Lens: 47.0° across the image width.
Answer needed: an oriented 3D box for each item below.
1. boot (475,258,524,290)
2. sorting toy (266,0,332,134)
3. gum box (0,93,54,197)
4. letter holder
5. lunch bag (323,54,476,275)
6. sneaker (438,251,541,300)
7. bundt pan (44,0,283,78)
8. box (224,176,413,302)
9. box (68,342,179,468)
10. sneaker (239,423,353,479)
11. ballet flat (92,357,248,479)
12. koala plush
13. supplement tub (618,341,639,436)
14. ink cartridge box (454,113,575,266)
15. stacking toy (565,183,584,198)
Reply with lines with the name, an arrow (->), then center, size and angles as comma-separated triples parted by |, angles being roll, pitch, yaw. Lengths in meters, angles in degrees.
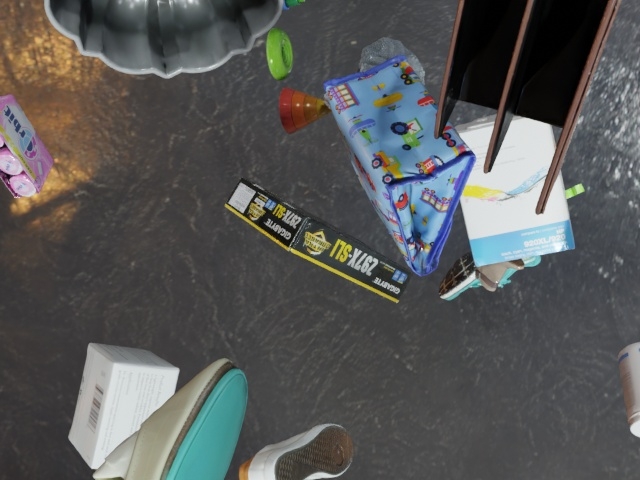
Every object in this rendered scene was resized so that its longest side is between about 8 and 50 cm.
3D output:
boot -> 0.343, 0.059, 1.423 | 0.118, 0.042, 0.087 | -131, 48, -56
sorting toy -> -0.049, -0.435, 1.793 | 0.126, 0.127, 0.365 | 0, 123, 18
gum box -> -0.625, -0.187, 1.503 | 0.062, 0.107, 0.188 | -9, 134, 11
letter holder -> 0.206, -0.204, 0.726 | 0.152, 0.214, 0.301 | 19, 136, 14
lunch bag -> 0.114, -0.091, 1.135 | 0.293, 0.138, 0.221 | 83, 163, -57
sneaker -> 0.410, 0.081, 1.805 | 0.275, 0.107, 0.110 | -33, 113, 30
bundt pan -> -0.208, -0.379, 0.974 | 0.331, 0.331, 0.124 | -39, 52, 30
box -> 0.000, 0.000, 1.490 | 0.257, 0.322, 0.079 | 30, 92, 49
box -> -0.348, 0.288, 1.292 | 0.182, 0.119, 0.181 | 6, 83, 59
sneaker -> -0.048, 0.426, 1.457 | 0.123, 0.290, 0.105 | -14, 78, 34
ballet flat -> -0.115, 0.179, 0.453 | 0.086, 0.248, 0.086 | 9, 140, 8
koala plush -> 0.125, -0.344, 1.728 | 0.221, 0.196, 0.203 | 155, 116, -65
supplement tub -> 0.420, 0.189, 0.933 | 0.071, 0.107, 0.071 | 5, 143, 4
ink cartridge box -> 0.328, -0.100, 1.270 | 0.168, 0.171, 0.232 | -12, 101, 19
stacking toy -> 0.401, -0.134, 1.492 | 0.221, 0.052, 0.167 | -23, 85, 24
